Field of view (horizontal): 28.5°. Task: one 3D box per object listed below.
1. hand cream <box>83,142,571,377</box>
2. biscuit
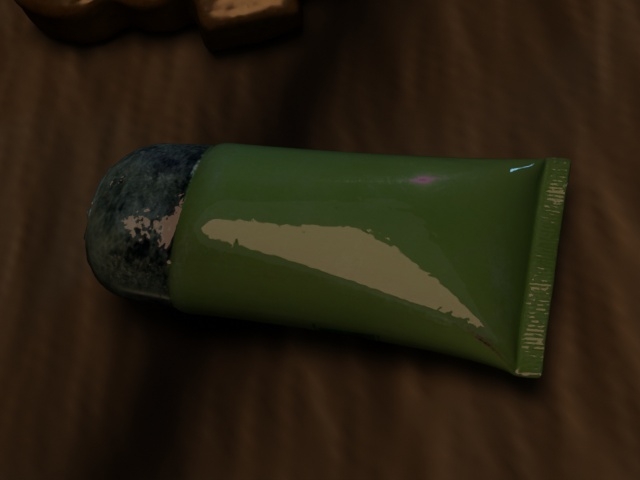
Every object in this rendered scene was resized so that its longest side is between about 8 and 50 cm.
[{"bbox_3d":[0.000,0.000,0.469,0.175,0.046,0.095,7,55,12],"label":"hand cream"},{"bbox_3d":[-0.050,-0.186,0.621,0.212,0.041,0.238,-16,53,5],"label":"biscuit"}]
